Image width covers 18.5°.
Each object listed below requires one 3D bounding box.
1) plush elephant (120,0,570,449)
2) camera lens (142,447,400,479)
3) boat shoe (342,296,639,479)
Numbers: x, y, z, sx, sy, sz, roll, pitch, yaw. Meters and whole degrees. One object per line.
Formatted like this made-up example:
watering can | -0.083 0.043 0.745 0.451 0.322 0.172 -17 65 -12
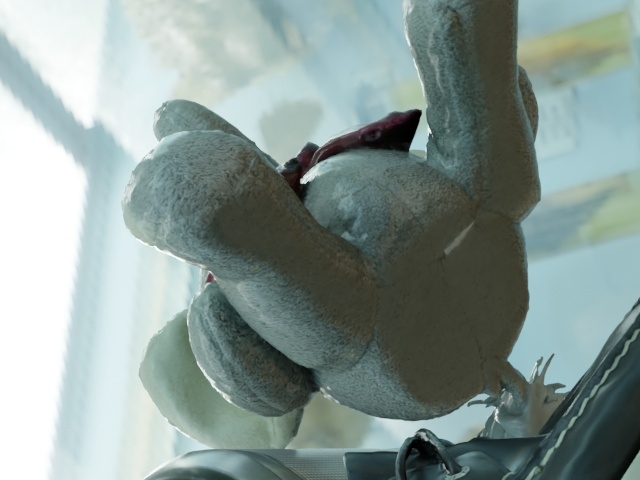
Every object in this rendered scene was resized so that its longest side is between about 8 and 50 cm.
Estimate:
plush elephant | 0.000 0.000 1.175 0.272 0.255 0.330 -45 -57 -23
camera lens | 0.012 0.233 1.174 0.274 0.219 0.219 5 -111 -44
boat shoe | 0.045 0.138 0.828 0.113 0.340 0.127 35 -177 8
